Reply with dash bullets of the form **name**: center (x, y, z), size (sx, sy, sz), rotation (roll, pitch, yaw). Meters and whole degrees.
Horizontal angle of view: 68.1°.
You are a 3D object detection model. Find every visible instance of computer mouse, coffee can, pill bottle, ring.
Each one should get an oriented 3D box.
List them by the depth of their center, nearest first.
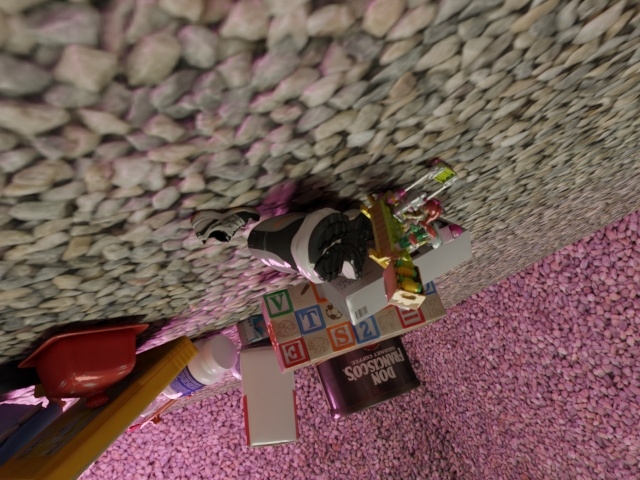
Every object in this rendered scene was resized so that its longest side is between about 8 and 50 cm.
- **computer mouse**: center (-0.478, 0.230, 0.849), size (0.071, 0.041, 0.242), rotation (-17, 171, 15)
- **coffee can**: center (0.070, 0.219, 1.035), size (0.201, 0.275, 0.201), rotation (-20, 163, -6)
- **pill bottle**: center (-0.292, 0.297, 1.126), size (0.186, 0.112, 0.112), rotation (-30, 161, 27)
- **ring**: center (-0.393, 0.457, 1.432), size (0.336, 0.032, 0.336), rotation (-38, 174, -5)

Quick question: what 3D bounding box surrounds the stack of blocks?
- **stack of blocks**: center (0.048, 0.106, 0.847), size (0.297, 0.171, 0.087), rotation (-16, 162, -14)

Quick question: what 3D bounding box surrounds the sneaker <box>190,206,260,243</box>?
- **sneaker**: center (-0.103, -0.014, 0.532), size (0.083, 0.037, 0.032), rotation (-11, 158, -34)

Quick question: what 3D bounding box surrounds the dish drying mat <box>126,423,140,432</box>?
- **dish drying mat**: center (-0.522, 0.521, 1.316), size (0.032, 0.008, 0.083), rotation (-16, 161, -32)

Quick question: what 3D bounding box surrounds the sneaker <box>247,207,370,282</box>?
- **sneaker**: center (0.000, 0.000, 0.634), size (0.108, 0.100, 0.271), rotation (7, 179, 21)

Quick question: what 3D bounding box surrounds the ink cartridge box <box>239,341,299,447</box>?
- **ink cartridge box**: center (-0.137, 0.374, 1.228), size (0.131, 0.226, 0.306), rotation (-5, 173, -10)

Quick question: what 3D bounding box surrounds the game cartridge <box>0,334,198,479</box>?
- **game cartridge**: center (-0.393, 0.302, 0.840), size (0.285, 0.053, 0.324), rotation (-26, -165, 39)

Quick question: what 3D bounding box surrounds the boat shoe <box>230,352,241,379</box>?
- **boat shoe**: center (-0.200, 0.411, 1.594), size (0.094, 0.109, 0.302), rotation (-29, 164, 30)

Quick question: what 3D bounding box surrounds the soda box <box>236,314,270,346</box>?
- **soda box**: center (-0.118, 0.216, 1.176), size (0.063, 0.058, 0.183), rotation (-32, 160, 32)

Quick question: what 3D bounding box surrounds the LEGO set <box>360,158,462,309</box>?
- **LEGO set**: center (0.132, -0.029, 0.603), size (0.107, 0.132, 0.287), rotation (-36, -179, 25)

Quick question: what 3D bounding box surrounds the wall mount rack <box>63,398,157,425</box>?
- **wall mount rack**: center (-0.602, 0.464, 1.237), size (0.304, 0.130, 0.350), rotation (-10, 159, -32)

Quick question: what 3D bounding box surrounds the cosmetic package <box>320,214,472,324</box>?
- **cosmetic package**: center (0.123, 0.038, 0.777), size (0.239, 0.060, 0.099), rotation (-27, -152, -17)

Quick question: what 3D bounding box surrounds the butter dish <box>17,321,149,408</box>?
- **butter dish**: center (-0.369, 0.209, 0.759), size (0.160, 0.118, 0.160), rotation (-32, 160, 33)

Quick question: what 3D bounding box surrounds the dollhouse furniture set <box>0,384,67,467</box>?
- **dollhouse furniture set**: center (-0.700, 0.346, 0.884), size (0.286, 0.198, 0.303), rotation (-7, -156, 31)
